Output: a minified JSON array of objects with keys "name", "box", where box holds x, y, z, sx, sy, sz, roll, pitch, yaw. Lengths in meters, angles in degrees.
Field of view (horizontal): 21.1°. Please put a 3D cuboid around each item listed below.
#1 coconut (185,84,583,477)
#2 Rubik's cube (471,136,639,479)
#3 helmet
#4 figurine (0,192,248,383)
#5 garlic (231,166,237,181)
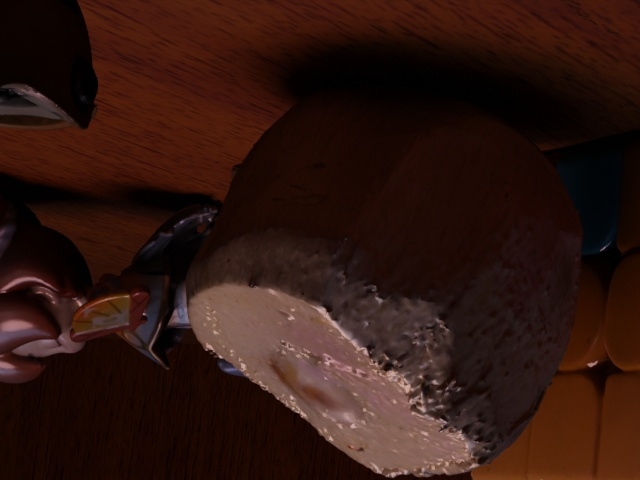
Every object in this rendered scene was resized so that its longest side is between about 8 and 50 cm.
[{"name":"coconut","box":[0.058,0.015,1.329,0.297,0.254,0.297,28,153,16]},{"name":"Rubik's cube","box":[0.329,0.084,1.453,0.290,0.292,0.291,12,169,-25]},{"name":"helmet","box":[-0.227,-0.133,1.017,0.198,0.130,0.224,8,-178,21]},{"name":"figurine","box":[-0.270,0.042,1.964,0.388,0.248,0.276,-4,167,7]},{"name":"garlic","box":[0.000,0.000,1.686,0.178,0.143,0.229,12,162,-21]}]
